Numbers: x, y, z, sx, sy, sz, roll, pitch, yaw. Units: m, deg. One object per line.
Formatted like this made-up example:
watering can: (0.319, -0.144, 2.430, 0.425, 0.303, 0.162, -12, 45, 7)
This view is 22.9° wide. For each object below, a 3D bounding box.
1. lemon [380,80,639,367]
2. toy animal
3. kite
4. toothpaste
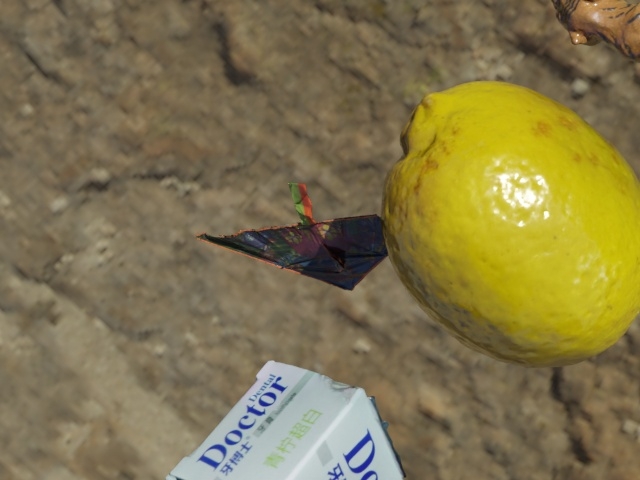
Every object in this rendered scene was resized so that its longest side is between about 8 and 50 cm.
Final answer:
lemon: (0.130, -0.009, 1.057, 0.207, 0.170, 0.170, 39, 135, -17)
toy animal: (0.277, -0.129, 1.131, 0.241, 0.099, 0.057, 30, 114, 30)
kite: (0.000, 0.000, 1.212, 0.190, 0.010, 0.159, -8, 145, 19)
toothpaste: (0.028, 0.207, 0.798, 0.067, 0.081, 0.336, 13, 139, 39)
